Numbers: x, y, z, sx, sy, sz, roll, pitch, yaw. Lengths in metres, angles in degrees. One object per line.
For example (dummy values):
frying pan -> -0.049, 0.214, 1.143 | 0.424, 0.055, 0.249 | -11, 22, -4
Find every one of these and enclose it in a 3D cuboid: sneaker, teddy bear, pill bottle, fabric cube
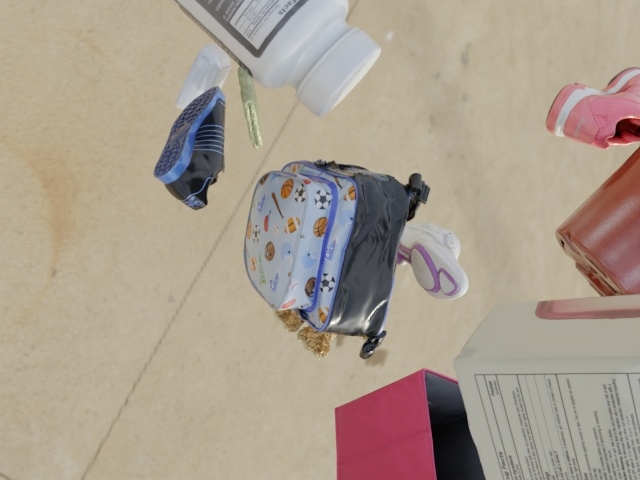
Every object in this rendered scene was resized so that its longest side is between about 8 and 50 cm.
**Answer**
sneaker -> -0.189, -0.148, 1.248 | 0.090, 0.081, 0.232 | 50, 40, -32
teddy bear -> 0.025, 0.143, 1.848 | 0.338, 0.245, 0.113 | -15, 143, -42
pill bottle -> -0.074, -0.326, 1.093 | 0.318, 0.176, 0.176 | 44, 52, 0
sneaker -> 0.252, 0.024, 1.672 | 0.152, 0.305, 0.114 | -13, 116, -15
fabric cube -> 0.206, 0.440, 1.559 | 0.254, 0.258, 0.259 | 26, 47, -35
sneaker -> 0.541, -0.217, 1.393 | 0.313, 0.136, 0.116 | -19, 136, -33

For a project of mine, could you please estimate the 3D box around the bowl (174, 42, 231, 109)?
bowl -> -0.229, -0.321, 1.571 | 0.142, 0.053, 0.142 | -61, -179, 17

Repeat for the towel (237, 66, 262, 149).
towel -> -0.136, -0.258, 1.529 | 0.148, 0.027, 0.110 | 82, -1, -57

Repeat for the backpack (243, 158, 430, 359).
backpack -> 0.000, 0.000, 1.176 | 0.213, 0.263, 0.277 | 14, 97, -22

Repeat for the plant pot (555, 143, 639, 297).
plant pot -> 0.533, -0.023, 1.220 | 0.265, 0.272, 0.272 | -41, 134, 4

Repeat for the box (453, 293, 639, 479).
box -> 0.259, 0.138, 0.691 | 0.127, 0.232, 0.149 | -37, 115, -51
